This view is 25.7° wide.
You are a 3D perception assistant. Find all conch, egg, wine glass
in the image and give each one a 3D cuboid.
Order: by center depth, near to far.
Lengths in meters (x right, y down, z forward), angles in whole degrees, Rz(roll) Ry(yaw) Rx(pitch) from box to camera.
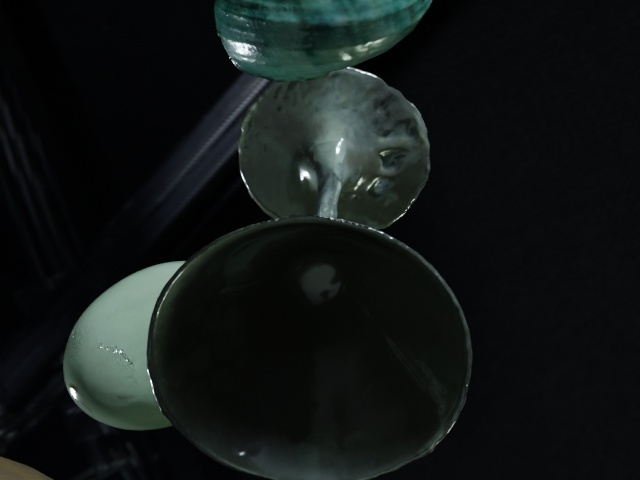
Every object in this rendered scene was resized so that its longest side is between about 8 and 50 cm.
[{"bbox_3d":[0.010,-0.248,1.283,0.196,0.134,0.202,8,-94,-11],"label":"conch"},{"bbox_3d":[0.000,0.000,1.298,0.267,0.406,0.267,1,-60,2],"label":"wine glass"},{"bbox_3d":[-0.202,0.135,1.820,0.203,0.283,0.203,32,-46,41],"label":"egg"}]

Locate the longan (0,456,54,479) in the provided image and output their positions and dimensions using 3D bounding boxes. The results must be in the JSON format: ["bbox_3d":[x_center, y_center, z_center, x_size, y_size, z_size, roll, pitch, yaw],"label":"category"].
[{"bbox_3d":[-0.176,0.244,0.642,0.243,0.300,0.300,-3,-75,-2],"label":"longan"}]
